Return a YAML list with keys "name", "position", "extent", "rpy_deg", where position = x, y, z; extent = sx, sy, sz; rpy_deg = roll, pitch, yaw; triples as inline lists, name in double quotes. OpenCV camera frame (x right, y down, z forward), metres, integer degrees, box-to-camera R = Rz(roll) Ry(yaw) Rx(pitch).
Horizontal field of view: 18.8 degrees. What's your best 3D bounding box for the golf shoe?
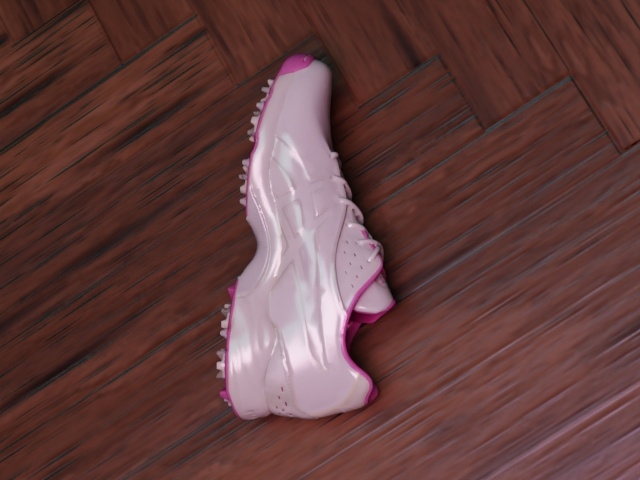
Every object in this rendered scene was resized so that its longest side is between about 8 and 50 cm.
- name: "golf shoe"
  position: [0.000, 0.000, 1.590]
  extent: [0.140, 0.115, 0.306]
  rpy_deg: [5, 84, 11]
